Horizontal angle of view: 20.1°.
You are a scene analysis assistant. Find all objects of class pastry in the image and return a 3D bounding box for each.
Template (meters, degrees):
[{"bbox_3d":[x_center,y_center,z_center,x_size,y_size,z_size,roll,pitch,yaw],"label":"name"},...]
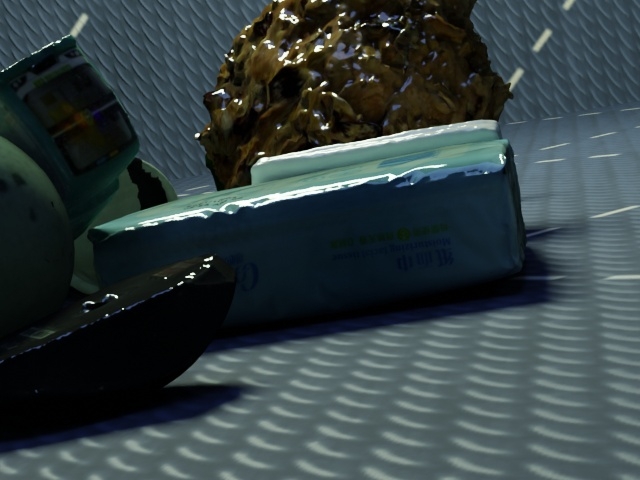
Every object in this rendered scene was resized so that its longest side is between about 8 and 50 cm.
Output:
[{"bbox_3d":[0.034,-0.099,1.472,0.275,0.275,0.193,-5,-29,46],"label":"pastry"}]

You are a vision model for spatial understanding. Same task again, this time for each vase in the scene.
[{"bbox_3d":[-0.226,-0.027,1.578,0.165,0.165,0.360,-12,11,-20],"label":"vase"}]

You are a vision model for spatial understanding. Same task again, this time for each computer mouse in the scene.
[{"bbox_3d":[-0.114,0.060,0.927,0.172,0.057,0.099,-24,12,-21],"label":"computer mouse"}]

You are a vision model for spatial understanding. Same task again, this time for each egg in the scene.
[{"bbox_3d":[-0.250,0.015,1.012,0.237,0.169,0.169,-6,7,26],"label":"egg"}]

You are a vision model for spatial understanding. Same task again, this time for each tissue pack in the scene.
[{"bbox_3d":[0.000,0.000,1.165,0.263,0.089,0.177,-12,4,9],"label":"tissue pack"}]

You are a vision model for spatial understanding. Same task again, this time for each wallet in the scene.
[{"bbox_3d":[0.047,-0.029,1.284,0.183,0.124,0.032,-9,47,9],"label":"wallet"}]

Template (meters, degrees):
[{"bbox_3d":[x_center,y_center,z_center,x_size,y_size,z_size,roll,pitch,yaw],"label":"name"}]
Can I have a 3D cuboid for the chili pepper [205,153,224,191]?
[{"bbox_3d":[0.027,-0.104,1.710,0.261,0.173,0.165,-18,17,19],"label":"chili pepper"}]

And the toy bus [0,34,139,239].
[{"bbox_3d":[-0.211,-0.021,1.139,0.091,0.109,0.262,-40,-2,-44],"label":"toy bus"}]
